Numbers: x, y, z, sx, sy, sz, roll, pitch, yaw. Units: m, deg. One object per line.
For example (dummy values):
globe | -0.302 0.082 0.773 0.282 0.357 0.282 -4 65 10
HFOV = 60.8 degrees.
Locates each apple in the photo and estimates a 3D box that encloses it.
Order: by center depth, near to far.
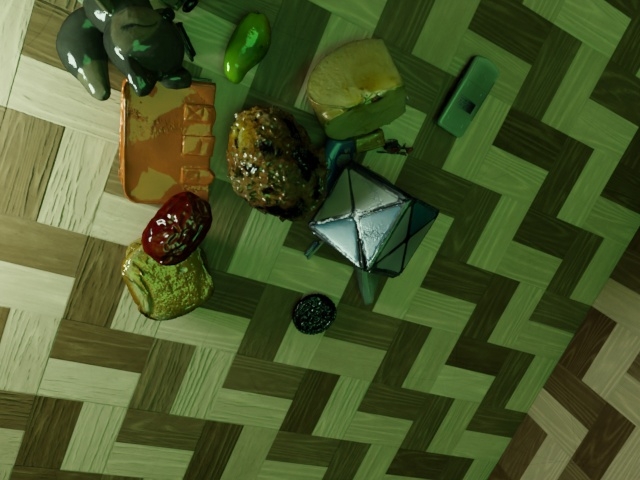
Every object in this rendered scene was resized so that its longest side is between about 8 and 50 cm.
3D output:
apple | 0.120 -0.492 1.838 0.309 0.252 0.314 -21 116 4

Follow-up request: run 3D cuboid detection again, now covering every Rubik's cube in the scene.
Rubik's cube | 0.195 -0.072 1.951 0.310 0.305 0.307 16 110 -57

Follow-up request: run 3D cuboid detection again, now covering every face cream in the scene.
face cream | 0.050 -0.247 1.996 0.149 0.083 0.264 -15 126 -40

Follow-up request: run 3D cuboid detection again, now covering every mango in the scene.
mango | -0.232 -0.611 1.742 0.125 0.111 0.233 19 106 -20

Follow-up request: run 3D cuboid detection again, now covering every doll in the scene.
doll | -0.543 -0.537 1.547 0.252 0.378 0.382 -21 82 -45

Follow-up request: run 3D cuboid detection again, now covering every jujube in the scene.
jujube | -0.459 -0.037 1.758 0.174 0.174 0.250 39 78 -28

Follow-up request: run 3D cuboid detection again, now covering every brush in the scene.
brush | 0.001 0.000 2.126 0.030 0.033 0.178 41 95 -14

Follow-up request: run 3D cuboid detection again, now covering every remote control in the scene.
remote control | 0.554 -0.547 2.067 0.140 0.056 0.296 24 101 -28

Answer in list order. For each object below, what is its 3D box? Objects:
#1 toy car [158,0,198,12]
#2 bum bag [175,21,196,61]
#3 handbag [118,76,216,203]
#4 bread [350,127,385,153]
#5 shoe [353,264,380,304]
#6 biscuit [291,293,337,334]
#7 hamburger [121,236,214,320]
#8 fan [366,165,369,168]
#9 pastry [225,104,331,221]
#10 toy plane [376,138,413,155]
toy car | -0.385 -0.804 1.560 0.204 0.247 0.198 43 56 -26
bum bag | -0.408 -0.604 1.657 0.026 0.159 0.109 -24 119 -3
handbag | -0.493 -0.327 1.777 0.303 0.116 0.410 0 113 -22
bread | 0.175 -0.368 2.017 0.132 0.053 0.074 -20 121 -10
shoe | 0.198 0.149 2.220 0.100 0.103 0.251 -16 122 -11
biscuit | -0.025 0.303 2.234 0.194 0.053 0.195 -7 114 -15
hamburger | -0.531 0.121 1.915 0.284 0.174 0.305 -20 117 -14
fan | 0.121 -0.184 2.061 0.227 0.008 0.152 -60 151 7
pastry | -0.143 -0.239 1.788 0.292 0.337 0.405 -21 120 30
toy plane | 0.288 -0.348 2.068 0.145 0.037 0.060 -2 138 -22
